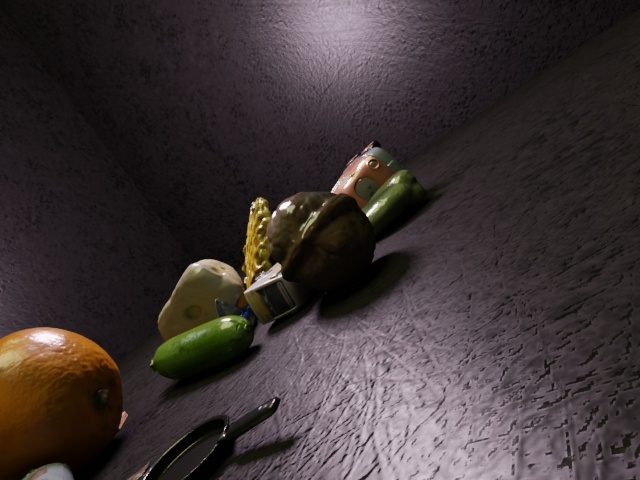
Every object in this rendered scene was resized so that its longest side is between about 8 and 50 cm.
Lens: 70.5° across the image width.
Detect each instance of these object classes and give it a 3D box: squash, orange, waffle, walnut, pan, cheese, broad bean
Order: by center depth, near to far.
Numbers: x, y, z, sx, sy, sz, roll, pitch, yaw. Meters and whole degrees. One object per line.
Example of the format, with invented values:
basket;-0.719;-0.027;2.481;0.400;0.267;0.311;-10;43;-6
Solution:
pan;-0.125;0.240;0.524;0.235;0.028;0.136;-36;6;26
walnut;0.000;0.000;0.871;0.224;0.224;0.224;-35;6;4
orange;-0.550;0.327;0.894;0.312;0.312;0.312;-35;6;4
squash;-0.272;0.242;0.983;0.379;0.101;0.101;-25;12;39
broad bean;0.163;-0.084;1.140;0.228;0.100;0.169;-40;0;-29
cheese;-0.317;0.171;1.232;0.247;0.174;0.251;-59;13;6
waffle;-0.174;0.035;1.249;0.060;0.306;0.312;6;17;-15

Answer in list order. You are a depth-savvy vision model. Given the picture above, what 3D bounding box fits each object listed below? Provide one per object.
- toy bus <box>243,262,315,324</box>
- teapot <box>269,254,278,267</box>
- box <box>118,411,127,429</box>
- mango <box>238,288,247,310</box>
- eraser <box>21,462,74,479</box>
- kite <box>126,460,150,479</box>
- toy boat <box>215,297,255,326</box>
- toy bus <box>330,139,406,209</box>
toy bus;-0.043;0.072;1.078;0.138;0.097;0.342;-24;9;28
teapot;-0.102;0.037;1.382;0.220;0.149;0.318;-38;8;-37
box;-0.481;0.431;1.044;0.058;0.015;0.093;-35;6;-12
mango;-0.312;0.196;1.421;0.154;0.126;0.252;-26;5;14
eraser;-0.425;0.407;0.627;0.174;0.081;0.227;-45;11;-31
kite;-0.279;0.351;0.605;0.157;0.011;0.139;-31;10;40
toy boat;-0.213;0.182;1.064;0.091;0.110;0.175;-38;8;0
toy bus;0.131;-0.139;1.335;0.232;0.194;0.288;-45;8;-12
